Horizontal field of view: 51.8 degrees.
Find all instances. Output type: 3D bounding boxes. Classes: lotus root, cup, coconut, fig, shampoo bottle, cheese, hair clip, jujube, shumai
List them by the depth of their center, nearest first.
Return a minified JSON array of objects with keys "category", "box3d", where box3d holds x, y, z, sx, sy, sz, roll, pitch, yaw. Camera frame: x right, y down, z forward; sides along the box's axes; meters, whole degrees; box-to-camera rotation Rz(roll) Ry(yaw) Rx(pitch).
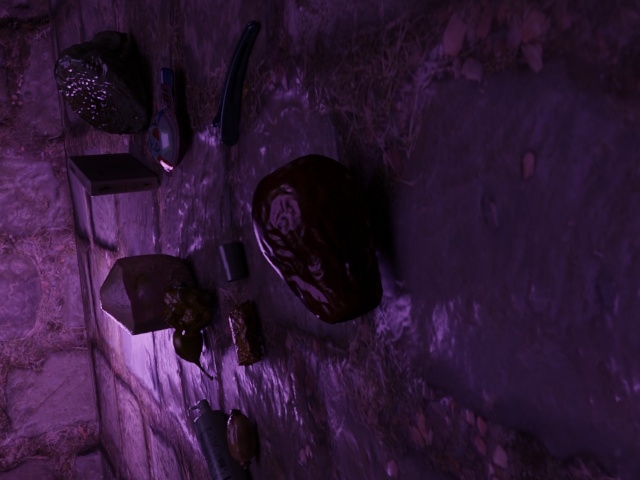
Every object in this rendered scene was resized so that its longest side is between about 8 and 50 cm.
[{"category":"jujube","box3d":[0.000,0.000,1.001,0.190,0.190,0.255,-37,72,58]},{"category":"hair clip","box3d":[-0.177,-0.330,1.357,0.083,0.048,0.275,61,144,40]},{"category":"cup","box3d":[-0.205,0.051,1.496,0.075,0.054,0.083,-27,76,59]},{"category":"lotus root","box3d":[-0.186,0.473,1.564,0.073,0.062,0.150,-7,93,38]},{"category":"shampoo bottle","box3d":[-0.264,0.526,1.694,0.262,0.085,0.085,61,145,34]},{"category":"cheese","box3d":[-0.402,-0.308,1.737,0.189,0.074,0.286,30,122,53]},{"category":"fig","box3d":[-0.354,0.306,1.790,0.093,0.093,0.166,-54,48,51]},{"category":"coconut","box3d":[-0.487,0.144,1.826,0.233,0.245,0.233,21,114,57]},{"category":"shumai","box3d":[-0.630,-0.512,2.030,0.309,0.304,0.263,126,163,-54]}]

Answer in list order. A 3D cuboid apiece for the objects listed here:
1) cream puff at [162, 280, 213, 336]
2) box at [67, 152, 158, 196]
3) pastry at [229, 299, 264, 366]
[{"category":"cream puff","box3d":[-0.343,0.181,1.706,0.156,0.121,0.156,24,118,57]},{"category":"box","box3d":[-0.667,-0.216,2.099,0.365,0.204,0.051,32,124,55]},{"category":"pastry","box3d":[-0.168,0.208,1.468,0.080,0.056,0.140,-31,68,47]}]
